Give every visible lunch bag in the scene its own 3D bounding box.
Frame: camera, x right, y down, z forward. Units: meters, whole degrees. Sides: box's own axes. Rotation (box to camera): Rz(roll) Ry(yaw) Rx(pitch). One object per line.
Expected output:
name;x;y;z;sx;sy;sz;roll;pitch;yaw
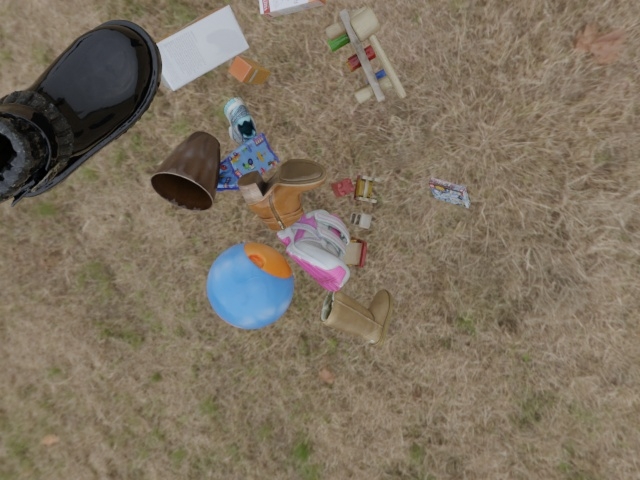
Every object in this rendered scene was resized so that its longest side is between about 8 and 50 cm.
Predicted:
lunch bag;-0.351;-0.287;1.690;0.293;0.221;0.138;-8;121;44

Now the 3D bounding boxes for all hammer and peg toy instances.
hammer and peg toy;0.117;-0.504;1.192;0.127;0.361;0.266;-25;108;12

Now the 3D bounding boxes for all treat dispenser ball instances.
treat dispenser ball;-0.231;0.149;1.415;0.288;0.288;0.288;5;104;20

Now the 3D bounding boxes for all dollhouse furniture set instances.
dollhouse furniture set;0.087;-0.083;1.700;0.201;0.152;0.374;8;94;-20

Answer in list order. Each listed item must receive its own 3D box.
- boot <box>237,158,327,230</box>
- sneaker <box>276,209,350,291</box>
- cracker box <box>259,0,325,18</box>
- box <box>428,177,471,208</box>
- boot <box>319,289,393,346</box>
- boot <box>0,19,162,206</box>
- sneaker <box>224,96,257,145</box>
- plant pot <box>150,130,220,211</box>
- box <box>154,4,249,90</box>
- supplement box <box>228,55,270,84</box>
boot;-0.085;-0.118;1.262;0.283;0.109;0.220;-11;139;18
sneaker;0.000;0.000;0.770;0.111;0.252;0.103;-44;117;0
cracker box;-0.104;-0.885;1.476;0.232;0.067;0.156;-1;102;24
box;0.452;-0.167;1.482;0.137;0.094;0.027;26;75;40
boot;0.137;0.235;1.527;0.269;0.236;0.089;32;142;-27
boot;-0.363;-0.168;0.562;0.131;0.260;0.348;41;93;-15
sneaker;-0.307;-0.438;1.711;0.110;0.283;0.122;-33;72;-6
plant pot;-0.434;-0.254;1.461;0.215;0.215;0.231;3;60;20
box;-0.489;-0.752;1.659;0.345;0.215;0.168;-35;124;-11
supplement box;-0.289;-0.698;1.754;0.078;0.233;0.080;38;113;0
